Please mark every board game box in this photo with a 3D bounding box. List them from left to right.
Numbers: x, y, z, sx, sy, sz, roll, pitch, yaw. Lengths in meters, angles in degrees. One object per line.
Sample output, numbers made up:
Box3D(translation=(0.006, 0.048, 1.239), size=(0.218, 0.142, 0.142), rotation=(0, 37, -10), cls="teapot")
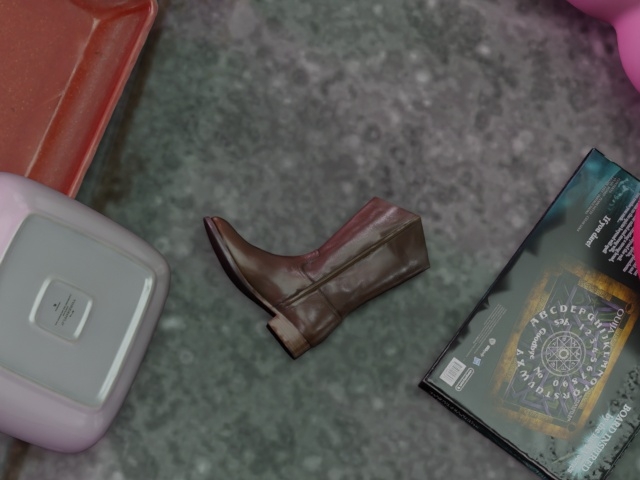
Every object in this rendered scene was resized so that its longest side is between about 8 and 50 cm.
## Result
Box3D(translation=(0.164, 0.052, 1.202), size=(0.126, 0.026, 0.186), rotation=(37, 76, 4), cls="board game box")

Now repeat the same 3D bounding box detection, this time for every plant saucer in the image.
Box3D(translation=(-0.255, -0.092, 1.143), size=(0.259, 0.048, 0.258), rotation=(29, 73, -24), cls="plant saucer")

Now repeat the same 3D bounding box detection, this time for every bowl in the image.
Box3D(translation=(-0.158, 0.042, 1.132), size=(0.142, 0.053, 0.142), rotation=(30, 74, -24), cls="bowl")

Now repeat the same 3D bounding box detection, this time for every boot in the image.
Box3D(translation=(0.000, 0.000, 1.193), size=(0.114, 0.037, 0.106), rotation=(-36, 96, -9), cls="boot")

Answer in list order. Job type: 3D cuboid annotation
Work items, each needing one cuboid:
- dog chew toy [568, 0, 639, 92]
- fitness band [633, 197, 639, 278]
Box3D(translation=(0.208, -0.224, 1.190), size=(0.206, 0.206, 0.332), rotation=(-22, 87, -10), cls="dog chew toy")
Box3D(translation=(0.318, -0.039, 1.150), size=(0.209, 0.054, 0.291), rotation=(40, 101, -24), cls="fitness band")
